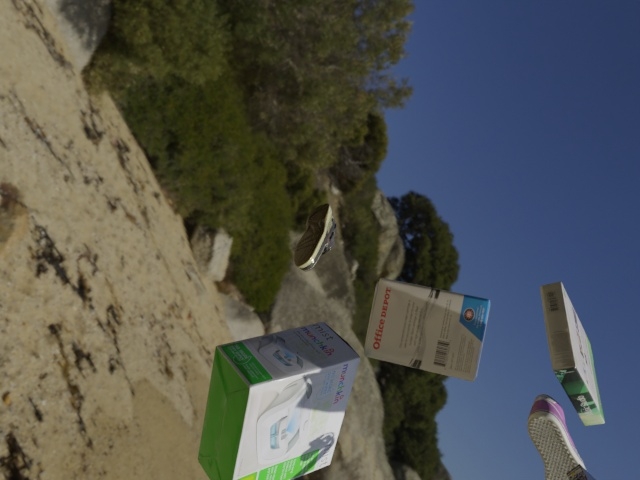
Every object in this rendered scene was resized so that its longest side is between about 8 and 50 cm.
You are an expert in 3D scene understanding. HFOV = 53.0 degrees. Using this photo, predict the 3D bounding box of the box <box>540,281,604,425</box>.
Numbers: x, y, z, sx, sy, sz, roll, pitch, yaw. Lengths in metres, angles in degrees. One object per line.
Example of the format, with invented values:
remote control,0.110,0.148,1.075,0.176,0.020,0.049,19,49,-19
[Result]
box,0.619,0.283,1.575,0.322,0.058,0.232,48,36,-40

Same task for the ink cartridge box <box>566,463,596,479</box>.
ink cartridge box,0.401,0.384,0.928,0.063,0.029,0.115,44,16,-10

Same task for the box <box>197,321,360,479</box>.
box,-0.078,0.300,1.146,0.127,0.231,0.262,39,-55,44

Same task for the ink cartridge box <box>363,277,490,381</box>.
ink cartridge box,0.196,0.160,1.176,0.203,0.148,0.086,11,-2,17

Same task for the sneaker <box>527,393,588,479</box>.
sneaker,0.589,0.511,1.570,0.161,0.102,0.282,-35,108,-66

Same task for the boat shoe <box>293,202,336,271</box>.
boat shoe,-0.001,0.000,1.516,0.073,0.080,0.223,50,32,-25
